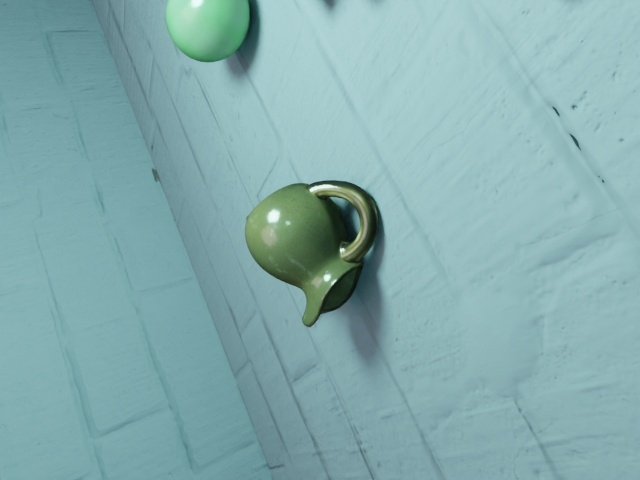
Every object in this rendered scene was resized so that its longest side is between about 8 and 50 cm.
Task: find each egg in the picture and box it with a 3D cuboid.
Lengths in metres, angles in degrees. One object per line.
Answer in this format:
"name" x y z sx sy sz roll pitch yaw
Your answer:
"egg" -0.310 -0.621 1.301 0.270 0.220 0.220 -21 85 48

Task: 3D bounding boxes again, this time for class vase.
"vase" 0.000 0.000 1.111 0.329 0.241 0.302 -42 77 29
